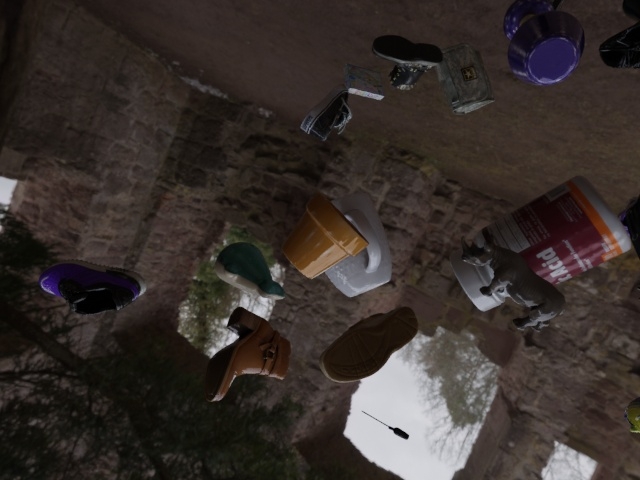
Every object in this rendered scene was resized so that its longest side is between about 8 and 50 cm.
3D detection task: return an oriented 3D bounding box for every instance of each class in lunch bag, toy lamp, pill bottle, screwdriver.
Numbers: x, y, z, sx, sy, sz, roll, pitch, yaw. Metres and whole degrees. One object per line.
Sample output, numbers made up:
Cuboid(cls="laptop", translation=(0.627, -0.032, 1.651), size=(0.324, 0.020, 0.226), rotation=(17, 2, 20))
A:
Cuboid(cls="lunch bag", translation=(0.568, -0.641, 1.681), size=(0.168, 0.235, 0.287), rotation=(-17, -175, 38))
Cuboid(cls="toy lamp", translation=(0.275, -0.256, 0.529), size=(0.080, 0.080, 0.275), rotation=(23, -140, 6))
Cuboid(cls="pill bottle", translation=(0.570, 0.022, 1.135), size=(0.224, 0.392, 0.224), rotation=(41, -151, -28))
Cuboid(cls="screwdriver", translation=(0.207, 0.600, 1.366), size=(0.169, 0.025, 0.024), rotation=(21, -168, 14))

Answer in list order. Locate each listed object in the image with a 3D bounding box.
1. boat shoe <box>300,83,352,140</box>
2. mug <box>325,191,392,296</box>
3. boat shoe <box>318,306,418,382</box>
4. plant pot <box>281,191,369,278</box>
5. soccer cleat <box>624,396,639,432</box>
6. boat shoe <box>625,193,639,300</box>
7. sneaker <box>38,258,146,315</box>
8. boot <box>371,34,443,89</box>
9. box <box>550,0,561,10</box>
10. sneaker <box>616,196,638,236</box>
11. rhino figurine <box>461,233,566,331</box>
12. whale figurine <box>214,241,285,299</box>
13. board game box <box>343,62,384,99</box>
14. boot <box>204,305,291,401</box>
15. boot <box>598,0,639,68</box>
Cuboid(cls="boat shoe", translation=(0.045, -0.407, 1.349), size=(0.105, 0.113, 0.306), rotation=(36, -143, -3))
Cuboid(cls="mug", translation=(0.125, 0.016, 1.519), size=(0.276, 0.328, 0.374), rotation=(-20, 169, -13))
Cuboid(cls="boat shoe", translation=(0.060, 0.140, 0.565), size=(0.170, 0.063, 0.059), rotation=(-17, 175, -37))
Cuboid(cls="plant pot", translation=(0.000, 0.000, 1.186), size=(0.205, 0.188, 0.205), rotation=(45, -174, -7))
Cuboid(cls="soccer cleat", translation=(0.969, 0.533, 1.226), size=(0.093, 0.121, 0.289), rotation=(46, -169, 23))
Cuboid(cls="boat shoe", translation=(0.691, 0.097, 0.755), size=(0.186, 0.501, 0.156), rotation=(8, 151, -10))
Cuboid(cls="sneaker", translation=(-0.638, 0.133, 1.123), size=(0.293, 0.102, 0.146), rotation=(4, -152, 5))
Cuboid(cls="boot", translation=(0.251, -0.567, 1.366), size=(0.236, 0.085, 0.178), rotation=(2, 169, -17))
Cuboid(cls="box", translation=(0.705, -0.708, 1.341), size=(0.077, 0.180, 0.147), rotation=(27, 159, 20))
Cuboid(cls="sneaker", translation=(0.848, -0.053, 1.163), size=(0.068, 0.071, 0.170), rotation=(36, 168, 35))
Cuboid(cls="rhino figurine", translation=(0.380, 0.075, 0.849), size=(0.243, 0.106, 0.073), rotation=(46, -135, 15))
Cuboid(cls="whale figurine", translation=(-0.222, 0.097, 1.383), size=(0.272, 0.141, 0.216), rotation=(27, -178, 37))
Cuboid(cls="board game box", translation=(0.160, -0.584, 1.549), size=(0.154, 0.104, 0.026), rotation=(2, 163, -30))
Cuboid(cls="boot", translation=(-0.197, 0.355, 1.204), size=(0.220, 0.109, 0.284), rotation=(43, -143, -29))
Cuboid(cls="boot", translation=(0.703, -0.478, 0.929), size=(0.094, 0.207, 0.246), rotation=(54, -173, -33))
